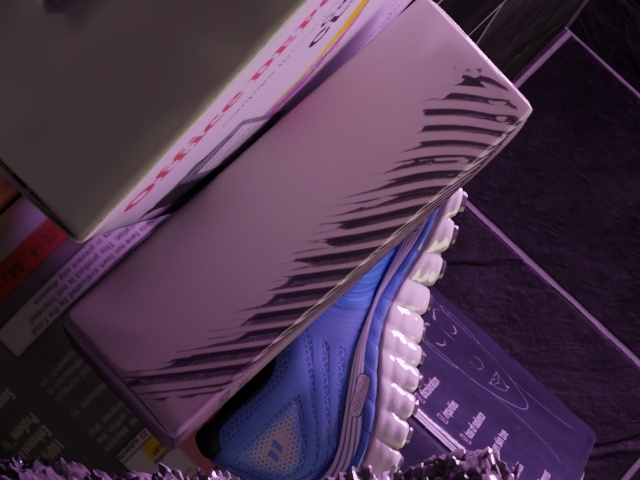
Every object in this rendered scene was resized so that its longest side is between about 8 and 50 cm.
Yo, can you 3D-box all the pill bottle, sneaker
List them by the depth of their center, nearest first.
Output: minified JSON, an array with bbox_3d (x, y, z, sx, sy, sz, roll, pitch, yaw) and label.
[{"bbox_3d":[0.000,0.000,1.213,0.130,0.147,0.330,135,-31,-66],"label":"sneaker"},{"bbox_3d":[-0.087,0.122,1.326,0.210,0.363,0.210,-45,179,-1],"label":"pill bottle"}]

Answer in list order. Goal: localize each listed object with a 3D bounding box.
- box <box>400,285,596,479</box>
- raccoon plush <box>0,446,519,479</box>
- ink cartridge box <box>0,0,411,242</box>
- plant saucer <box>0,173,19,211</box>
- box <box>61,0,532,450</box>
[{"bbox_3d":[0.010,0.193,2.065,0.297,0.472,0.480,-47,175,13],"label":"box"},{"bbox_3d":[-0.108,0.170,0.955,0.299,0.446,0.216,-32,-132,35],"label":"raccoon plush"},{"bbox_3d":[-0.058,-0.129,1.054,0.226,0.131,0.306,-46,177,13],"label":"ink cartridge box"},{"bbox_3d":[-0.205,-0.034,1.209,0.083,0.015,0.083,-46,175,-5],"label":"plant saucer"},{"bbox_3d":[-0.014,-0.008,1.102,0.275,0.094,0.113,-43,176,-9],"label":"box"}]
